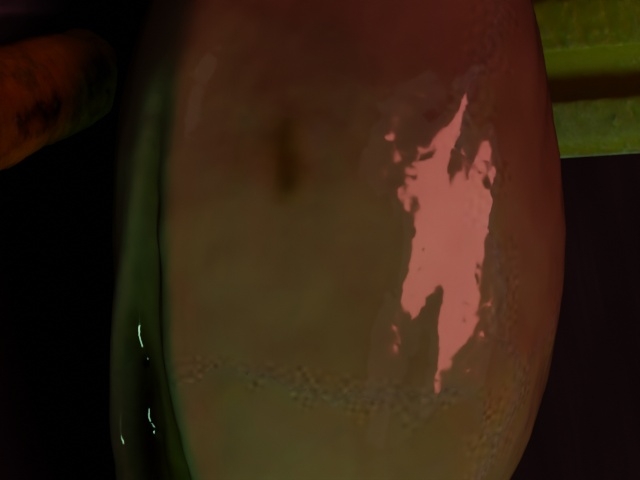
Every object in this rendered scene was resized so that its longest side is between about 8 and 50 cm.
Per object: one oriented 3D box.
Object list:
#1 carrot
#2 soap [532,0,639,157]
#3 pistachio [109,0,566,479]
[{"bbox_3d":[-0.109,-0.023,0.512,0.171,0.042,0.042,-32,115,-54],"label":"carrot"},{"bbox_3d":[0.143,-0.107,0.715,0.073,0.232,0.140,-22,106,-54],"label":"soap"},{"bbox_3d":[0.000,0.000,0.587,0.153,0.138,0.238,0,94,-43],"label":"pistachio"}]
